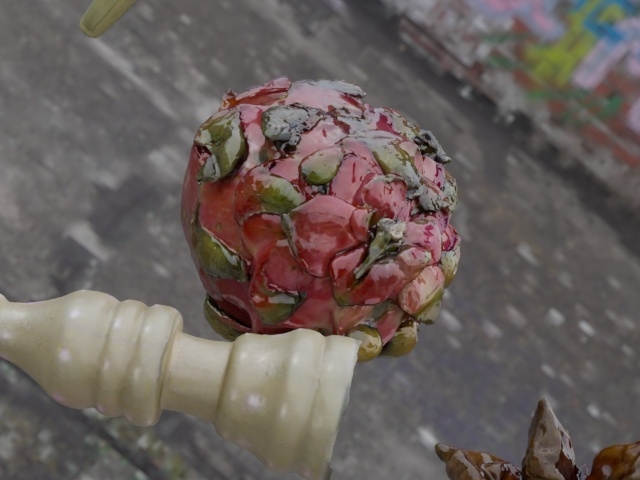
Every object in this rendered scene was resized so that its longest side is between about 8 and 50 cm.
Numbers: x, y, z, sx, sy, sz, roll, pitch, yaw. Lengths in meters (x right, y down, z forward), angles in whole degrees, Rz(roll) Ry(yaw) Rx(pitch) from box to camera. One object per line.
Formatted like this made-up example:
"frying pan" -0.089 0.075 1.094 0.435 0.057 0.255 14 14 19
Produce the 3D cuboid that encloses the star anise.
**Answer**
"star anise" 0.191 0.212 1.276 0.212 0.196 0.111 59 6 -18

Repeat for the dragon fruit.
"dragon fruit" 0.000 0.000 1.527 0.250 0.269 0.291 -3 35 -27

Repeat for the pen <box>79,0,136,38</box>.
"pen" -0.147 -0.272 1.541 0.032 0.233 0.040 46 22 3

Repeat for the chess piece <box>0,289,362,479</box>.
"chess piece" -0.131 0.093 1.250 0.307 0.124 0.139 14 27 1
